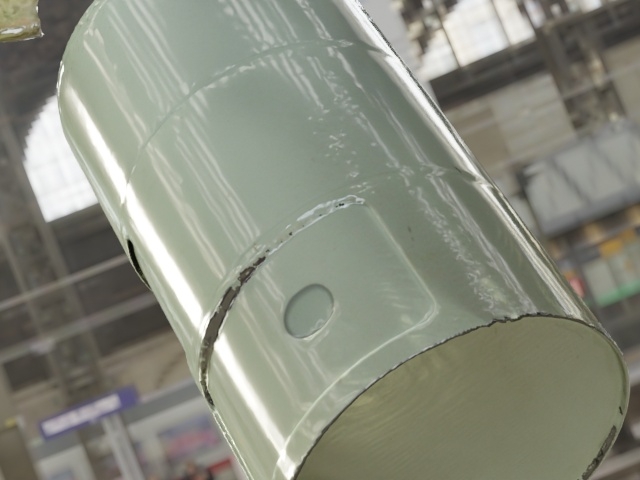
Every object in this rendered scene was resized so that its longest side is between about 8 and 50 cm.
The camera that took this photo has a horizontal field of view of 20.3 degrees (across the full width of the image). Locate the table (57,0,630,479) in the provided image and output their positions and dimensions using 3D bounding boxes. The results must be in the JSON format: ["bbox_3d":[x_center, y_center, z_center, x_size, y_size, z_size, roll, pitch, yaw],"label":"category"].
[{"bbox_3d":[0.000,0.000,0.630,0.126,0.220,0.126,-18,-43,-18],"label":"table"}]

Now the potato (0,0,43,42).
[{"bbox_3d":[-0.257,-0.233,0.836,0.255,0.269,0.112,0,12,-15],"label":"potato"}]
